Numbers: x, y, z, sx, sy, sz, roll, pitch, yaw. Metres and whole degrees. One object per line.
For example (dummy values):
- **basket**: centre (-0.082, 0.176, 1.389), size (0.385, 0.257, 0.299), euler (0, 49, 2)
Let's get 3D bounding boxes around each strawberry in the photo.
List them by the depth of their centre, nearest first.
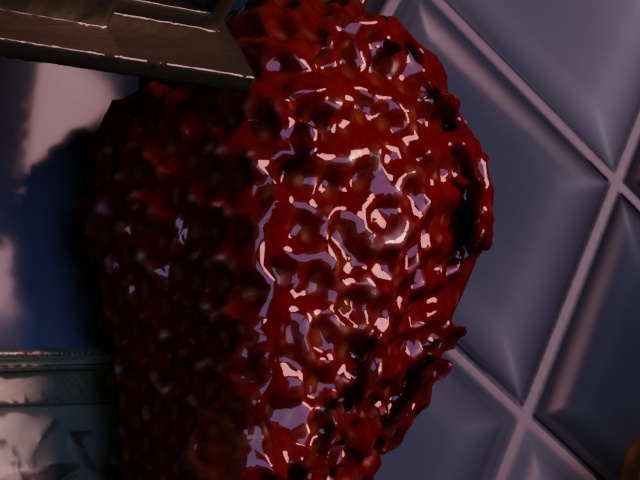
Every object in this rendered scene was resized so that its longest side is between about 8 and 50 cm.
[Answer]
- **strawberry**: centre (0.000, 0.000, 0.652), size (0.188, 0.106, 0.286), euler (23, 56, -28)

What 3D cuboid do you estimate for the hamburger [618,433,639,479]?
- **hamburger**: centre (0.225, 0.168, 0.754), size (0.237, 0.149, 0.237), euler (7, 77, -34)

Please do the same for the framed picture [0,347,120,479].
- **framed picture**: centre (-0.103, 0.122, 0.592), size (0.231, 0.010, 0.173), euler (1, 72, -39)

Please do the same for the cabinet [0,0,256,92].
- **cabinet**: centre (-0.084, -0.194, 0.570), size (0.148, 0.175, 0.215), euler (4, 45, -38)
